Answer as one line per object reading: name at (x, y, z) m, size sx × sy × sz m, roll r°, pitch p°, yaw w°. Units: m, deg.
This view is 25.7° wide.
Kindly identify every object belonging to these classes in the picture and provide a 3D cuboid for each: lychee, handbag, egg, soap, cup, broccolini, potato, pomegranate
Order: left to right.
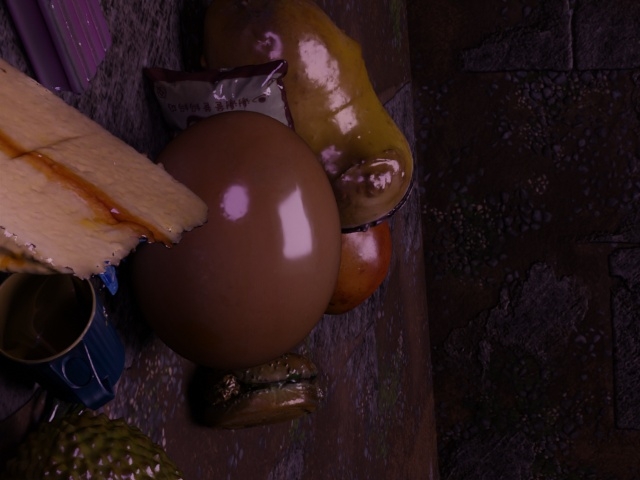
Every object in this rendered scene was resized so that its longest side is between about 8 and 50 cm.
soap at (-0.325, -0.289, 1.703) m, size 0.122 × 0.065 × 0.203 m, roll -73°, pitch 156°, yaw -44°
cup at (-0.295, 0.130, 1.652) m, size 0.176 × 0.131 × 0.155 m, roll 56°, pitch -6°, yaw 29°
broccolini at (-0.310, 0.211, 1.750) m, size 0.202 × 0.068 × 0.091 m, roll -70°, pitch 173°, yaw -47°
lychee at (-0.255, 0.358, 1.610) m, size 0.320 × 0.270 × 0.270 m, roll 58°, pitch 9°, yaw 16°
handbag at (-0.135, -0.166, 2.091) m, size 0.127 × 0.213 × 0.235 m, roll -88°, pitch 169°, yaw -53°
egg at (-0.118, 0.002, 1.959) m, size 0.301 × 0.301 × 0.374 m, roll -64°, pitch 167°, yaw -56°
potato at (-0.045, -0.224, 2.214) m, size 0.397 × 0.290 × 0.296 m, roll 62°, pitch -3°, yaw 27°
pomegranate at (0.000, 0.000, 2.507) m, size 0.264 × 0.264 × 0.264 m, roll 0°, pitch 90°, yaw -74°

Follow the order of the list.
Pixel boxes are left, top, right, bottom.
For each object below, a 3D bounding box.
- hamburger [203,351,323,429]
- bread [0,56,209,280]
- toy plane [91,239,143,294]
hamburger at (-0.099, 0.236, 2.261) m, size 0.215 × 0.189 × 0.122 m, roll 20°, pitch 60°, yaw -71°
bread at (-0.317, -0.104, 1.294) m, size 0.345 × 0.405 × 0.242 m, roll -81°, pitch 176°, yaw -70°
toy plane at (-0.300, 0.005, 1.772) m, size 0.246 × 0.078 × 0.169 m, roll -36°, pitch 124°, yaw -62°
